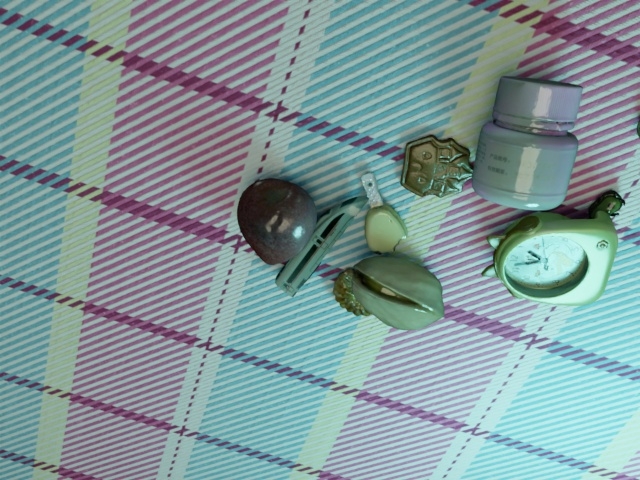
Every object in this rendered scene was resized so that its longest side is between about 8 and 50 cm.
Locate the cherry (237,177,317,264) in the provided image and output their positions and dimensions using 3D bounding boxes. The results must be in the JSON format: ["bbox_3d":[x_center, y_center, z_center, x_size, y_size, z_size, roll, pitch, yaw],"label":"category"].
[{"bbox_3d":[-0.121,-0.056,1.762,0.239,0.206,0.239,15,148,10],"label":"cherry"}]

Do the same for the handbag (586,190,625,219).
[{"bbox_3d":[0.796,-0.090,1.717,0.072,0.047,0.111,42,122,-4],"label":"handbag"}]

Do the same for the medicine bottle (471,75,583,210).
[{"bbox_3d":[0.524,-0.250,1.549,0.241,0.241,0.302,7,111,3],"label":"medicine bottle"}]

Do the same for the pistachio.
[{"bbox_3d":[0.225,0.153,1.822,0.331,0.226,0.208,28,98,-20],"label":"pistachio"}]

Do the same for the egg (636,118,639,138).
[{"bbox_3d":[0.866,-0.299,1.571,0.085,0.085,0.110,35,117,-12],"label":"egg"}]

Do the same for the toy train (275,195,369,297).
[{"bbox_3d":[0.000,0.000,1.827,0.088,0.086,0.407,38,120,0],"label":"toy train"}]

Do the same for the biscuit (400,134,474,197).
[{"bbox_3d":[0.337,-0.201,1.716,0.215,0.034,0.182,7,120,3],"label":"biscuit"}]

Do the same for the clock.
[{"bbox_3d":[0.644,0.044,1.755,0.348,0.117,0.286,4,127,9],"label":"clock"}]

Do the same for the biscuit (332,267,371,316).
[{"bbox_3d":[0.106,0.183,1.943,0.118,0.061,0.183,-36,110,24],"label":"biscuit"}]

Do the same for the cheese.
[{"bbox_3d":[0.175,-0.081,1.792,0.127,0.050,0.256,-11,116,15],"label":"cheese"}]
